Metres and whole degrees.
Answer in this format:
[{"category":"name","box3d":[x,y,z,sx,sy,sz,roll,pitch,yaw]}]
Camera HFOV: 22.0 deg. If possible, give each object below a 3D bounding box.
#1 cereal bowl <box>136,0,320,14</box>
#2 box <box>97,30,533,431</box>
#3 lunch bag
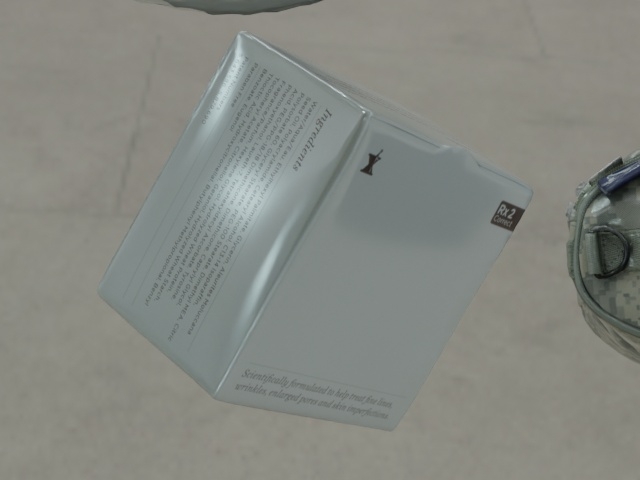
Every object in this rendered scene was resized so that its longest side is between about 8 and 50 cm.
[{"category":"cereal bowl","box3d":[-0.088,-0.226,0.602,0.141,0.339,0.339,-28,11,31]},{"category":"box","box3d":[0.000,0.000,0.969,0.119,0.182,0.181,36,11,37]},{"category":"lunch bag","box3d":[0.321,0.017,1.273,0.256,0.212,0.305,-6,-8,9]}]
